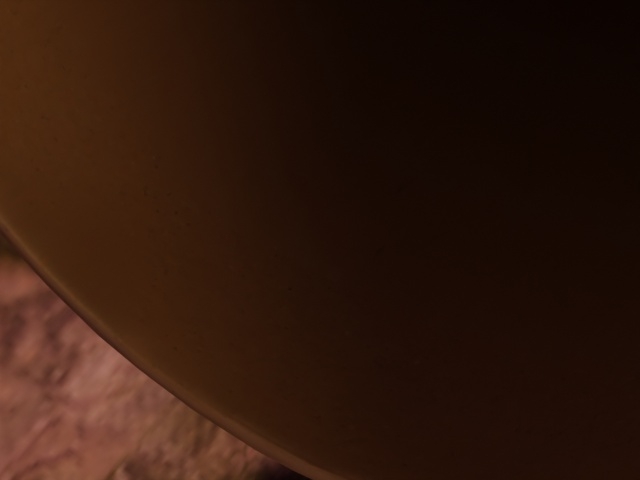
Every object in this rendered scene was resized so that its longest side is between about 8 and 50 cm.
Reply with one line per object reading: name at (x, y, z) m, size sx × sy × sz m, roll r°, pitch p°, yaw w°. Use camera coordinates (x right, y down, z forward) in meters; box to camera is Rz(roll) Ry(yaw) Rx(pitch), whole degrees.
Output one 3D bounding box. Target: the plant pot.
plant pot at (0.067, -0.116, 0.380) m, size 0.274 × 0.256 × 0.256 m, roll -47°, pitch 144°, yaw -37°
